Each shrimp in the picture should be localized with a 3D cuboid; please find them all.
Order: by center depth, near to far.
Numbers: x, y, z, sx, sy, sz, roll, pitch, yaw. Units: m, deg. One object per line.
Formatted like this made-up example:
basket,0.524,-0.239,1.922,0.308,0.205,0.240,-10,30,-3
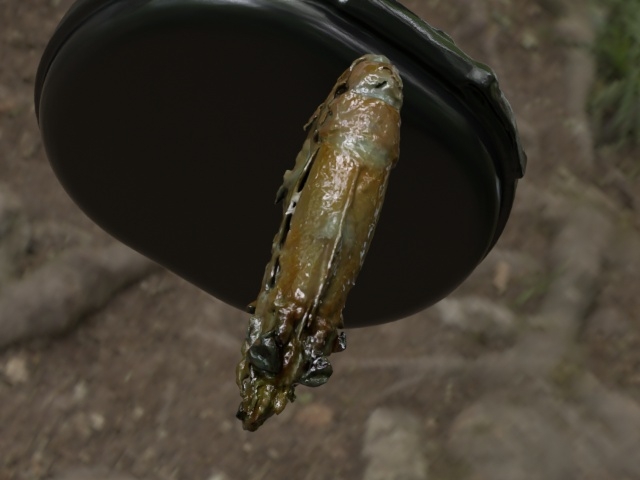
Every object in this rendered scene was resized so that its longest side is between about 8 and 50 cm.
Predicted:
shrimp,0.000,0.000,0.738,0.043,0.091,0.184,25,52,-12

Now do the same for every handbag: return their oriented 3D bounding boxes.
handbag,-0.022,-0.066,1.099,0.308,0.254,0.093,32,41,-22
